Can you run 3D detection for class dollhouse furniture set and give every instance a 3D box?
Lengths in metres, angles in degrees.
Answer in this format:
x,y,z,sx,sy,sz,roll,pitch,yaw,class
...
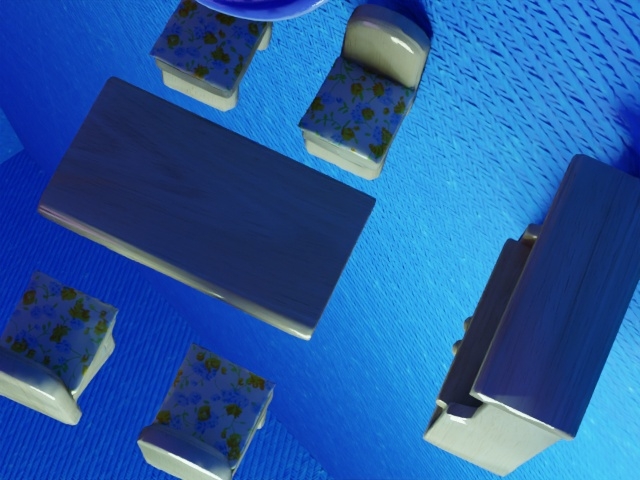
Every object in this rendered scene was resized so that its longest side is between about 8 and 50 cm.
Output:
x,y,z,sx,sy,sz,roll,pitch,yaw,class
0.000,0.000,0.966,0.394,0.362,0.256,25,163,4,dollhouse furniture set

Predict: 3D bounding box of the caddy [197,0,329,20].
x,y,z,sx,sy,sz,roll,pitch,yaw,class
-0.002,-0.263,0.679,0.241,0.179,0.341,46,152,-15,caddy
